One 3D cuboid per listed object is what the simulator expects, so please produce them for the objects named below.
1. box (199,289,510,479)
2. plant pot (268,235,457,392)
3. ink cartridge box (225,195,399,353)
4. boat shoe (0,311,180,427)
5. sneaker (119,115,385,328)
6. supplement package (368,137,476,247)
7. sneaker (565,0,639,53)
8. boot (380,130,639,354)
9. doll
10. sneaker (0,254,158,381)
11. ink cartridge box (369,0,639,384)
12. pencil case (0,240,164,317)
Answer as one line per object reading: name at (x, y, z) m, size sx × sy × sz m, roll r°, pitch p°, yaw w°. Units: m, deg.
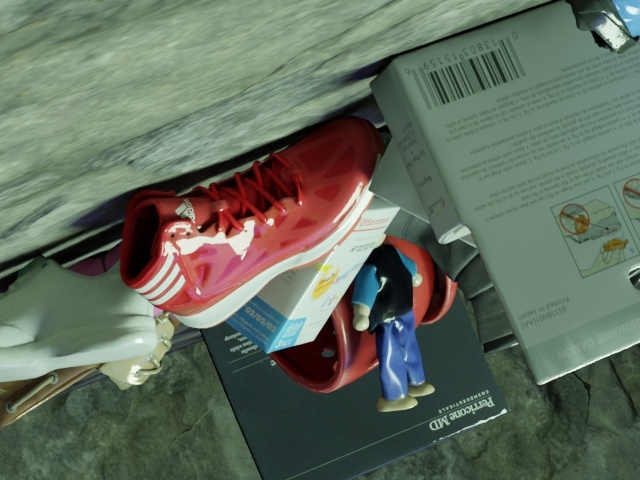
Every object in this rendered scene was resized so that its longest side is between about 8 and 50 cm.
box at (0.034, 0.153, 2.228) m, size 0.343 × 0.312 × 0.179 m, roll -22°, pitch 175°, yaw -2°
plant pot at (0.028, 0.035, 1.683) m, size 0.174 × 0.191 × 0.191 m, roll -29°, pitch 179°, yaw -31°
ink cartridge box at (0.000, 0.000, 1.365) m, size 0.181 × 0.061 × 0.104 m, roll -58°, pitch 164°, yaw 15°
boat shoe at (-0.194, 0.086, 1.601) m, size 0.324 × 0.116 × 0.123 m, roll -23°, pitch 175°, yaw 6°
sneaker at (-0.058, -0.022, 1.236) m, size 0.221 × 0.087 × 0.128 m, roll -45°, pitch 149°, yaw 12°
supplement package at (0.124, -0.061, 1.277) m, size 0.105 × 0.105 × 0.179 m, roll -65°, pitch 166°, yaw 10°
sneaker at (0.215, -0.161, 1.073) m, size 0.084 × 0.058 × 0.152 m, roll -33°, pitch 166°, yaw 34°
boot at (0.109, 0.004, 1.437) m, size 0.338 × 0.222 × 0.118 m, roll -25°, pitch 175°, yaw 28°
doll at (0.062, 0.064, 1.557) m, size 0.046 × 0.189 × 0.129 m, roll -5°, pitch -168°, yaw 32°
sneaker at (-0.236, 0.058, 1.314) m, size 0.212 × 0.094 × 0.080 m, roll -9°, pitch 165°, yaw 5°
ink cartridge box at (0.205, -0.053, 1.146) m, size 0.275 × 0.239 × 0.060 m, roll -21°, pitch 173°, yaw -19°
pencil case at (-0.174, 0.040, 1.393) m, size 0.209 × 0.095 × 0.098 m, roll -21°, pitch -157°, yaw 12°
